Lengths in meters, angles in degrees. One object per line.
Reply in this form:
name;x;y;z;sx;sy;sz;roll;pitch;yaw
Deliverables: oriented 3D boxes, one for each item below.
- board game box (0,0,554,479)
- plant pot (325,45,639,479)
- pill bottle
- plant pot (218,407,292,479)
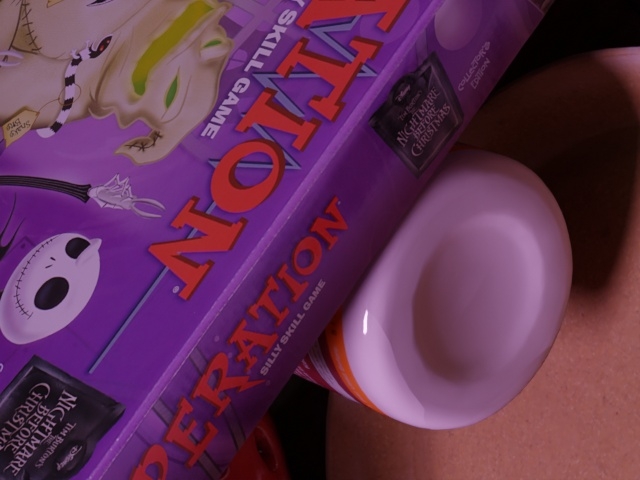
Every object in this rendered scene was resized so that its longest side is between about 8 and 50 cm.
board game box;-0.030;-0.079;0.598;0.208;0.056;0.347;26;75;39
plant pot;0.090;0.059;0.597;0.236;0.032;0.236;-12;74;47
pill bottle;0.000;0.000;0.621;0.152;0.086;0.086;20;98;49
plant pot;-0.085;0.147;0.667;0.191;0.191;0.174;-41;60;37
